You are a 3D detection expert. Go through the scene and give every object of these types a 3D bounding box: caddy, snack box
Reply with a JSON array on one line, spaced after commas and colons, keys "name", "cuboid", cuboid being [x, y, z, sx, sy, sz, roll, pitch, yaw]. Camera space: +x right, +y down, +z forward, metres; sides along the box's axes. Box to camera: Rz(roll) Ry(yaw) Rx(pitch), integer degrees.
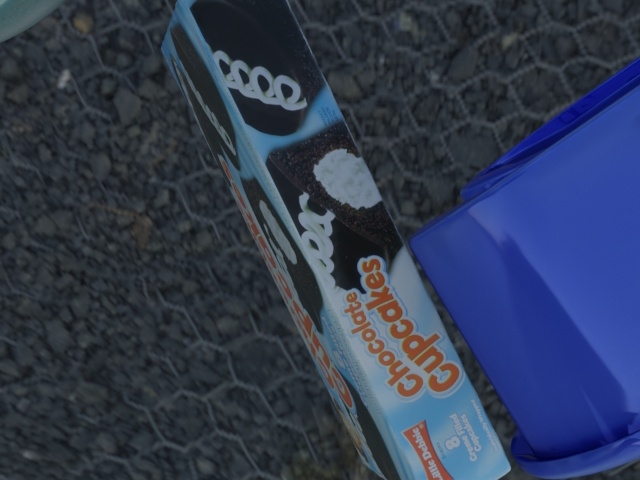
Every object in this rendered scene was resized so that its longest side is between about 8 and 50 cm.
[{"name": "caddy", "cuboid": [0.210, -0.017, 0.623, 0.341, 0.241, 0.179, -36, 90, 24]}, {"name": "snack box", "cuboid": [0.000, 0.000, 0.827, 0.060, 0.187, 0.322, -27, 94, -9]}]

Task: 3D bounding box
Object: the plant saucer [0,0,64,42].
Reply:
[{"name": "plant saucer", "cuboid": [-0.180, -0.143, 0.588, 0.195, 0.195, 0.037, -20, 52, -4]}]
